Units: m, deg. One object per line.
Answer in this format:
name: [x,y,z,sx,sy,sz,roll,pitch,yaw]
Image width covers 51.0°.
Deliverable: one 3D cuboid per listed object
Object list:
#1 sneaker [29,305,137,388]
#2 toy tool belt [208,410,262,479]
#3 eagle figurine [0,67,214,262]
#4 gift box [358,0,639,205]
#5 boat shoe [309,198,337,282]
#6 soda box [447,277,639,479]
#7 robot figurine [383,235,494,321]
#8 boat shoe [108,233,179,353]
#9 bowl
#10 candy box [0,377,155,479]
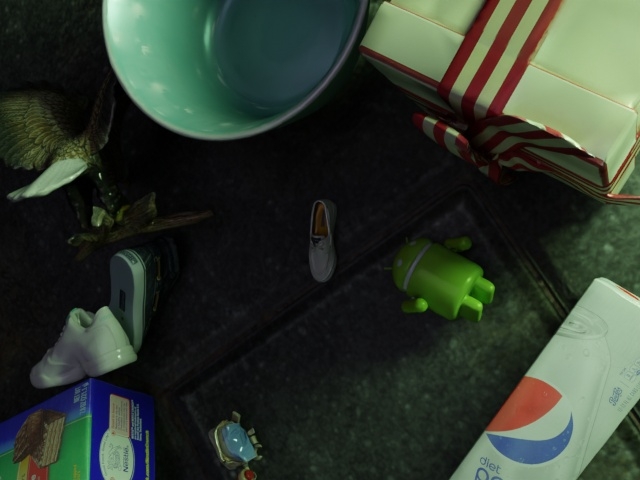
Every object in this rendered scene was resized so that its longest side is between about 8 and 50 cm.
sneaker: [-0.328,0.140,0.906,0.212,0.080,0.094,-21,89,36]
toy tool belt: [-0.099,0.257,0.829,0.051,0.052,0.083,-43,73,27]
eagle figurine: [-0.288,-0.132,0.846,0.225,0.226,0.299,-35,66,57]
gift box: [0.214,-0.168,0.585,0.276,0.255,0.258,35,101,28]
boat shoe: [0.000,0.000,0.798,0.035,0.035,0.100,6,91,25]
soda box: [0.226,0.175,0.655,0.091,0.098,0.286,37,104,21]
robot figurine: [0.127,0.041,0.720,0.115,0.067,0.101,31,74,23]
boat shoe: [-0.233,0.078,0.894,0.065,0.083,0.183,35,130,22]
bowl: [-0.070,-0.255,0.761,0.311,0.163,0.312,-1,88,20]
candy box: [-0.366,0.361,0.861,0.317,0.122,0.268,-28,51,22]
